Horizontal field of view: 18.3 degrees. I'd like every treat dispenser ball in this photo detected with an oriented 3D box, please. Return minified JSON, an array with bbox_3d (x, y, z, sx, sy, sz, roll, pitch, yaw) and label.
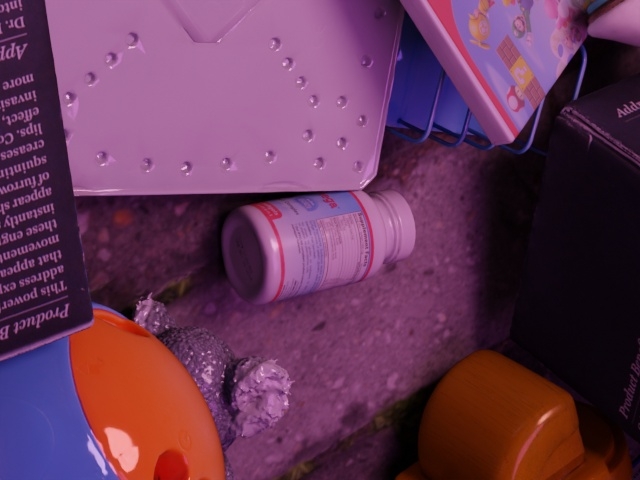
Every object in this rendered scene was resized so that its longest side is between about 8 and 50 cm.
[{"bbox_3d":[-0.212,0.179,1.439,0.288,0.288,0.288,-15,117,-30],"label":"treat dispenser ball"}]

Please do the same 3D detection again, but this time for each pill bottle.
[{"bbox_3d":[0.000,0.000,1.736,0.160,0.087,0.087,-12,116,-32],"label":"pill bottle"}]

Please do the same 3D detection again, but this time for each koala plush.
[{"bbox_3d":[-0.129,0.168,1.663,0.203,0.196,0.221,4,107,-56],"label":"koala plush"}]

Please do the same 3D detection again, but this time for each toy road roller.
[{"bbox_3d":[0.146,0.257,1.878,0.329,0.202,0.240,-32,124,-23],"label":"toy road roller"}]

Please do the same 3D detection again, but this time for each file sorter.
[{"bbox_3d":[0.136,-0.142,1.762,0.170,0.104,0.118,3,108,-37],"label":"file sorter"}]

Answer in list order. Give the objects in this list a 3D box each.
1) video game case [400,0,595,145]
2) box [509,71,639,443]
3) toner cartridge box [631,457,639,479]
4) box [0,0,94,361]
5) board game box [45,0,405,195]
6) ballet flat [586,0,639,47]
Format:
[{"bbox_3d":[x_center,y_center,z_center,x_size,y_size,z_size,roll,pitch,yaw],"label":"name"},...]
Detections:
[{"bbox_3d":[0.170,-0.247,1.696,0.204,0.025,0.285,55,52,-24],"label":"video game case"},{"bbox_3d":[0.516,0.033,1.808,0.480,0.472,0.297,-23,139,-33],"label":"box"},{"bbox_3d":[0.392,0.402,2.199,0.165,0.075,0.348,-41,128,-13],"label":"toner cartridge box"},{"bbox_3d":[-0.328,-0.129,1.311,0.212,0.293,0.395,-20,120,-28],"label":"box"},{"bbox_3d":[-0.094,-0.230,1.591,0.390,0.050,0.390,-2,109,-35],"label":"board game box"},{"bbox_3d":[0.396,-0.231,1.791,0.400,0.139,0.139,-32,126,-41],"label":"ballet flat"}]
